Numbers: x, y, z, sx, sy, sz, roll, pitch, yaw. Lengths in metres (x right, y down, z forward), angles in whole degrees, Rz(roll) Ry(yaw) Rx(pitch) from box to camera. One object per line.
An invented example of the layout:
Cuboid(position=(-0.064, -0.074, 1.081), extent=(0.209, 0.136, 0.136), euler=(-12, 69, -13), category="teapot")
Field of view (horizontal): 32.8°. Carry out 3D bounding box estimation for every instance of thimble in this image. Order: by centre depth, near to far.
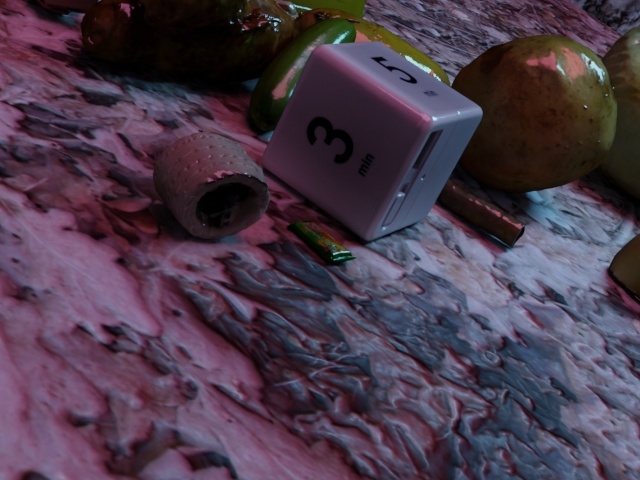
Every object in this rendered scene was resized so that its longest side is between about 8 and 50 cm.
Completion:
Cuboid(position=(-0.123, -0.061, 1.234), extent=(0.115, 0.102, 0.090), euler=(-19, 45, -24), category="thimble")

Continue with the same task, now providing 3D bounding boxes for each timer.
Cuboid(position=(0.071, -0.140, 1.471), extent=(0.195, 0.192, 0.194), euler=(37, 26, 20), category="timer")

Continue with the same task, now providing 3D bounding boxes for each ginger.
Cuboid(position=(-0.147, -0.345, 1.615), extent=(0.418, 0.254, 0.176), euler=(-4, 61, -59), category="ginger")

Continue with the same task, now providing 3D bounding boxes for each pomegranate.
Cuboid(position=(0.347, -0.207, 1.789), extent=(0.281, 0.281, 0.281), euler=(22, 25, -11), category="pomegranate")

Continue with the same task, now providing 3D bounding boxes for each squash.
Cuboid(position=(-0.031, -0.260, 1.658), extent=(0.082, 0.082, 0.292), euler=(30, 48, 6), category="squash")

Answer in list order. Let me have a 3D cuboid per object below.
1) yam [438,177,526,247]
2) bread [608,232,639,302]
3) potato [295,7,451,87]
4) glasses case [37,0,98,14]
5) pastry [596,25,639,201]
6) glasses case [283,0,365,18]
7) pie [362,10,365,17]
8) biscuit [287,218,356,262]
Cuboid(position=(0.168, -0.092, 1.661), extent=(0.326, 0.045, 0.045), euler=(35, -8, 20), category="yam")
Cuboid(position=(0.591, 0.053, 1.664), extent=(0.260, 0.156, 0.158), euler=(41, 30, 27), category="bread")
Cuboid(position=(0.082, -0.298, 1.856), extent=(0.300, 0.140, 0.173), euler=(24, 17, -19), category="potato")
Cuboid(position=(-0.410, -0.388, 1.648), extent=(0.102, 0.070, 0.193), euler=(-17, 44, -19), category="glasses case")
Cuboid(position=(0.690, -0.235, 2.109), extent=(0.388, 0.389, 0.313), euler=(30, -15, 6), category="pastry")
Cuboid(position=(-0.069, -0.421, 1.943), extent=(0.371, 0.141, 0.173), euler=(2, 19, -43), category="glasses case")
Cuboid(position=(-0.032, -0.525, 2.284), extent=(0.274, 0.055, 0.274), euler=(22, 26, -11), category="pie")
Cuboid(position=(0.000, 0.000, 1.343), extent=(0.089, 0.016, 0.046), euler=(42, 28, 29), category="biscuit")
